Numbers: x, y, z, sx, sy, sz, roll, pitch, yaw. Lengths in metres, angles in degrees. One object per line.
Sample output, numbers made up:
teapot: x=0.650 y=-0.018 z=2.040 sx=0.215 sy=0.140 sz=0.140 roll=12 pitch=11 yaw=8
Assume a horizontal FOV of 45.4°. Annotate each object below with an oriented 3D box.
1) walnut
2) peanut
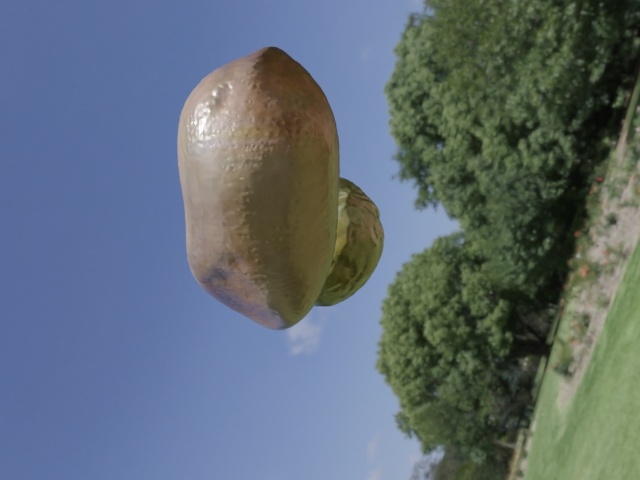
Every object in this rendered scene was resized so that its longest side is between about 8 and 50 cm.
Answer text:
walnut: x=0.000 y=0.000 z=0.500 sx=0.092 sy=0.092 sz=0.092 roll=16 pitch=-90 yaw=-73
peanut: x=-0.029 y=-0.018 z=0.373 sx=0.076 sy=0.076 sz=0.152 roll=-51 pitch=-31 yaw=-52
